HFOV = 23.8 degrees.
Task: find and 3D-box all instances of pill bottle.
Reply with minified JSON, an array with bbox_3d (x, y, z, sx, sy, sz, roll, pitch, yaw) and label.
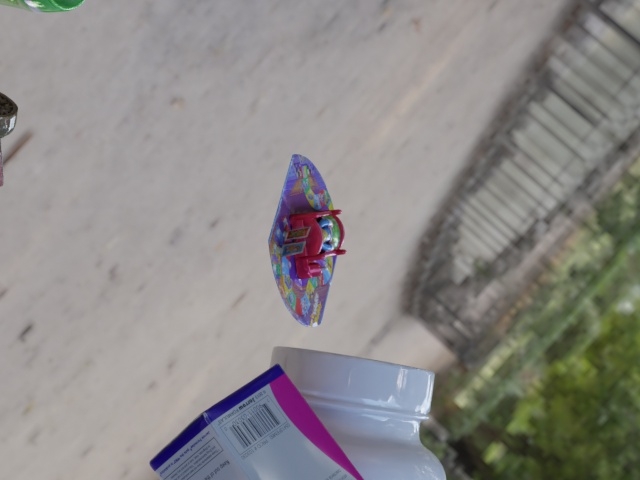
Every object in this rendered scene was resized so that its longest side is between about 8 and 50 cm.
[{"bbox_3d":[0.005,0.323,1.560,0.229,0.229,0.408,40,58,-79],"label":"pill bottle"}]

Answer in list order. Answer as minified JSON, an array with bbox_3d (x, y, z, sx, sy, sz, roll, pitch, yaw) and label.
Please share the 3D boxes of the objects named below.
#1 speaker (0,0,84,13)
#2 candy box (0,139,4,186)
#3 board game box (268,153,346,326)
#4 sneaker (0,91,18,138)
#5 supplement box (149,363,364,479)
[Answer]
[{"bbox_3d":[-0.420,-0.357,1.847,0.131,0.296,0.131,-38,136,-50],"label":"speaker"},{"bbox_3d":[-0.434,-0.219,1.639,0.087,0.316,0.183,-19,160,-17],"label":"candy box"},{"bbox_3d":[0.000,0.000,1.468,0.133,0.033,0.169,61,32,-42],"label":"board game box"},{"bbox_3d":[-0.369,-0.108,1.374,0.064,0.192,0.086,-68,172,-60],"label":"sneaker"},{"bbox_3d":[-0.033,0.243,1.369,0.111,0.220,0.114,-29,169,-46],"label":"supplement box"}]
